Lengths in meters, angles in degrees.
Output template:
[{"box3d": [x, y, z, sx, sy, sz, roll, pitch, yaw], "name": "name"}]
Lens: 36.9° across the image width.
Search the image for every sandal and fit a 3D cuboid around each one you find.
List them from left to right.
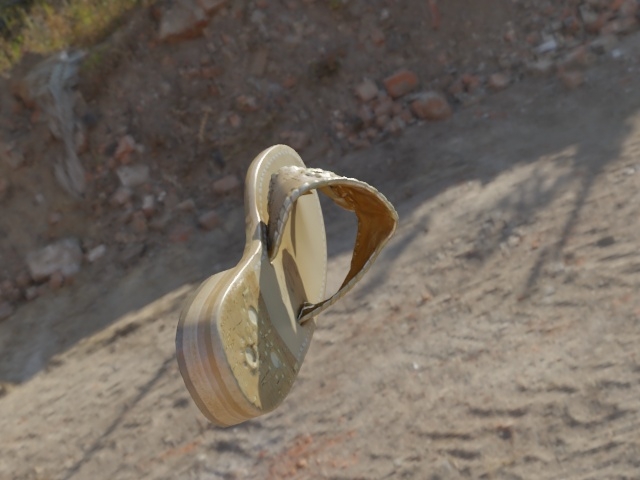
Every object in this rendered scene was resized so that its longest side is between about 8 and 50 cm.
[{"box3d": [0.003, 0.005, 0.496, 0.079, 0.088, 0.240, -20, 21, 20], "name": "sandal"}]
